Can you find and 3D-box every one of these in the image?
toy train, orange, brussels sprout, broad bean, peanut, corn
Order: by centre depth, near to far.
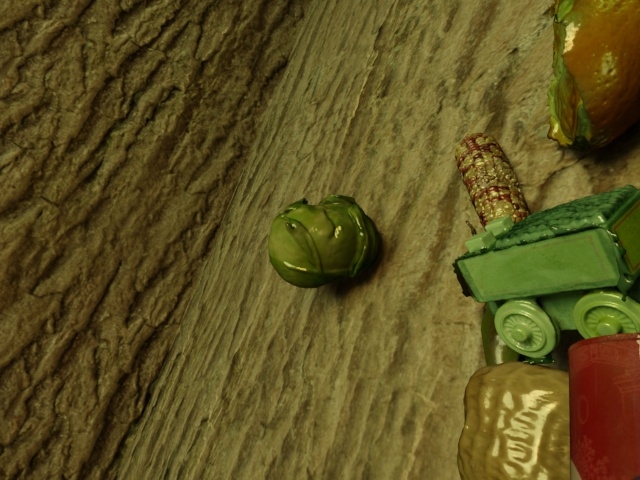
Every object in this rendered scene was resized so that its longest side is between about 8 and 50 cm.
[{"bbox_3d":[0.329,0.047,0.620,0.159,0.188,0.271,-29,3,-33],"label":"toy train"},{"bbox_3d":[0.276,0.283,0.622,0.196,0.110,0.233,0,64,45],"label":"peanut"},{"bbox_3d":[0.450,-0.314,0.747,0.196,0.262,0.335,-2,53,39],"label":"orange"},{"bbox_3d":[0.307,0.103,0.798,0.075,0.067,0.325,-8,49,18],"label":"broad bean"},{"bbox_3d":[0.332,-0.103,0.898,0.098,0.098,0.290,-40,34,32],"label":"corn"},{"bbox_3d":[0.002,0.002,1.159,0.294,0.259,0.227,-10,87,62],"label":"brussels sprout"}]

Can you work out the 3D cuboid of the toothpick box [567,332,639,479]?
[{"bbox_3d":[0.341,0.274,0.425,0.204,0.204,0.333,-20,51,49],"label":"toothpick box"}]
